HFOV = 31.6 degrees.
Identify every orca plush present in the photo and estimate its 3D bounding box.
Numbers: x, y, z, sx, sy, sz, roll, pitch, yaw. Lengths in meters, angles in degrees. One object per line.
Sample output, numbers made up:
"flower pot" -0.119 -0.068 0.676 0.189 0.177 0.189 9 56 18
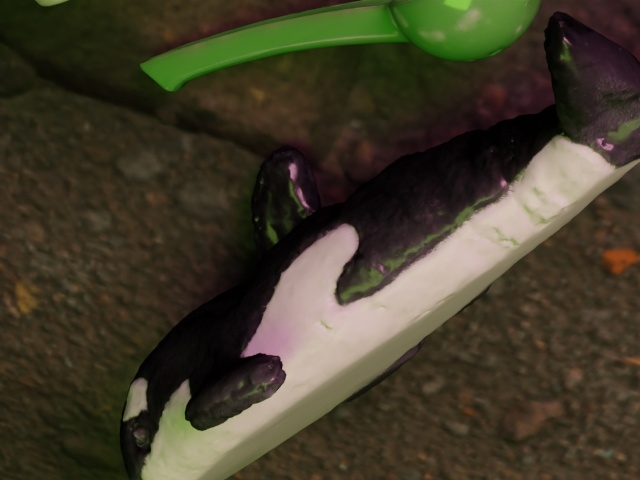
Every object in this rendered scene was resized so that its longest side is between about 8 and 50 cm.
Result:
"orca plush" 0.000 0.000 0.456 0.102 0.151 0.287 57 134 14

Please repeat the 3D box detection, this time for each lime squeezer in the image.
"lime squeezer" 0.055 -0.135 0.391 0.110 0.059 0.310 51 127 15

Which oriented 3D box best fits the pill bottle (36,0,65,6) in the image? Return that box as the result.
"pill bottle" -0.106 -0.173 0.359 0.108 0.108 0.180 -19 117 24
